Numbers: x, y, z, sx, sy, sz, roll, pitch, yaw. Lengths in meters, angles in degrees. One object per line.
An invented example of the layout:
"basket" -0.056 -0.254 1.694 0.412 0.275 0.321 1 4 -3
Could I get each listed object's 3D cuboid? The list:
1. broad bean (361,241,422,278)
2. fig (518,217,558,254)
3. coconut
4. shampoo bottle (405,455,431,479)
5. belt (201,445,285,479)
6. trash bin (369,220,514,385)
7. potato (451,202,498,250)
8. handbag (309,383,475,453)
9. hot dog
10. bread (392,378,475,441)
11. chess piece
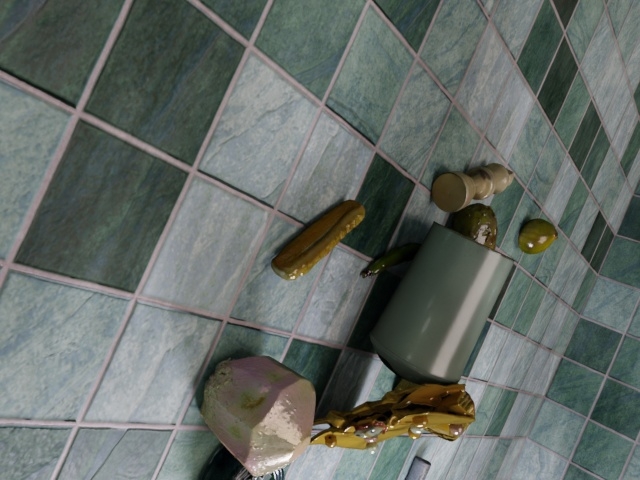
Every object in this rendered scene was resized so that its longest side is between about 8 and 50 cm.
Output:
"broad bean" 0.219 0.043 1.778 0.297 0.043 0.060 -19 133 -45
"fig" 0.831 -0.016 2.461 0.153 0.121 0.136 -42 149 6
"coconut" -0.124 0.370 1.350 0.233 0.245 0.233 -24 126 -39
"shampoo bottle" 0.346 0.923 2.392 0.072 0.072 0.214 24 89 -54
"belt" -0.189 0.597 1.503 0.206 0.116 0.268 -8 112 -46
"trash bin" 0.327 0.190 1.764 0.280 0.280 0.432 17 102 -54
"potato" 0.478 0.023 2.011 0.176 0.141 0.298 -22 125 -36
"handbag" 0.180 0.477 1.695 0.283 0.401 0.133 22 52 -47
"hot dog" 0.001 -0.002 1.446 0.286 0.087 0.061 -37 140 -30
"bread" 0.365 0.521 2.044 0.142 0.253 0.227 -42 129 -33
"chess piece" 0.487 -0.178 1.946 0.397 0.117 0.117 -19 123 -48
